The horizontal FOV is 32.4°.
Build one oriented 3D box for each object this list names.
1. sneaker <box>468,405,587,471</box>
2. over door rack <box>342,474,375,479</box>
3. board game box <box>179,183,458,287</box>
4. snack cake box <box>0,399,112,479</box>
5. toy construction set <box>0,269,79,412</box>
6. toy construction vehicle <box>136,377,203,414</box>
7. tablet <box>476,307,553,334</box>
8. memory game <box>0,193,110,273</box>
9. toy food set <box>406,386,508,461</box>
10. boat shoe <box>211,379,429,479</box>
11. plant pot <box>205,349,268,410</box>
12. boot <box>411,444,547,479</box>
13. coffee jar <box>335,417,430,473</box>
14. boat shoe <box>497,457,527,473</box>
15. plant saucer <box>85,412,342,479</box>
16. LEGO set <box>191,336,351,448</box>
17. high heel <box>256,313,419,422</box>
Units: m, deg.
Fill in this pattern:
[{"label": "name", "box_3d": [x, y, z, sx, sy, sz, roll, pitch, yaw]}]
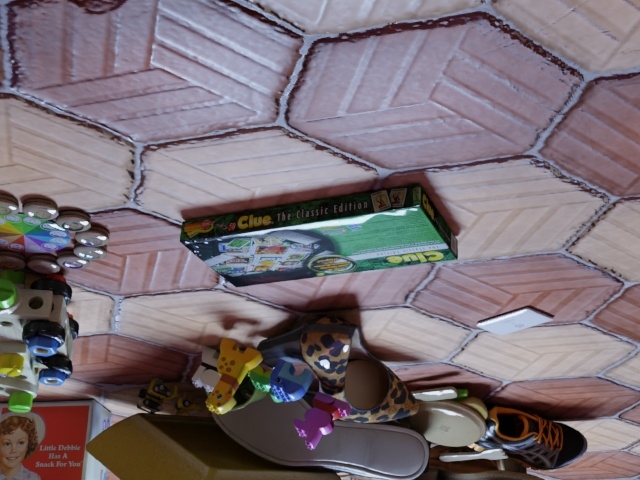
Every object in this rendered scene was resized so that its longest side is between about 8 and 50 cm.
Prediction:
[{"label": "sneaker", "box_3d": [0.329, 0.306, 1.725, 0.214, 0.084, 0.083, 11, 149, -17]}, {"label": "over door rack", "box_3d": [0.218, 0.533, 2.172, 0.324, 0.108, 0.239, -9, 154, 30]}, {"label": "board game box", "box_3d": [0.000, 0.000, 1.144, 0.259, 0.030, 0.136, -8, 151, 20]}, {"label": "snack cake box", "box_3d": [-0.479, 0.344, 1.774, 0.264, 0.152, 0.089, -3, 155, 11]}, {"label": "toy construction set", "box_3d": [-0.402, 0.116, 1.301, 0.214, 0.151, 0.328, 4, 166, -5]}, {"label": "toy construction vehicle", "box_3d": [-0.232, 0.238, 1.674, 0.098, 0.035, 0.086, 27, 144, -30]}, {"label": "tablet", "box_3d": [0.243, 0.102, 1.374, 0.054, 0.006, 0.083, 22, 149, -37]}, {"label": "memory game", "box_3d": [-0.318, -0.003, 1.175, 0.186, 0.012, 0.186, 1, 156, 1]}, {"label": "toy food set", "box_3d": [0.195, 0.267, 1.663, 0.132, 0.039, 0.192, -11, 134, 32]}, {"label": "boat shoe", "box_3d": [-0.003, 0.287, 1.652, 0.335, 0.112, 0.095, 16, 177, -4]}, {"label": "plant pot", "box_3d": [-0.107, 0.196, 1.530, 0.083, 0.083, 0.079, -8, 167, 19]}, {"label": "boot", "box_3d": [0.274, 0.398, 1.805, 0.283, 0.109, 0.220, -6, -175, 16]}, {"label": "coffee jar", "box_3d": [0.084, 0.323, 1.755, 0.184, 0.096, 0.079, 2, -167, 1]}, {"label": "boat shoe", "box_3d": [0.332, 0.423, 1.995, 0.060, 0.064, 0.178, -8, 157, 19]}, {"label": "plant saucer", "box_3d": [-0.139, 0.344, 1.677, 0.332, 0.081, 0.332, 11, -174, -39]}, {"label": "LEGO set", "box_3d": [-0.088, 0.197, 1.409, 0.227, 0.093, 0.087, 18, 151, 28]}, {"label": "high heel", "box_3d": [0.066, 0.174, 1.430, 0.261, 0.093, 0.186, 26, 153, -25]}]
